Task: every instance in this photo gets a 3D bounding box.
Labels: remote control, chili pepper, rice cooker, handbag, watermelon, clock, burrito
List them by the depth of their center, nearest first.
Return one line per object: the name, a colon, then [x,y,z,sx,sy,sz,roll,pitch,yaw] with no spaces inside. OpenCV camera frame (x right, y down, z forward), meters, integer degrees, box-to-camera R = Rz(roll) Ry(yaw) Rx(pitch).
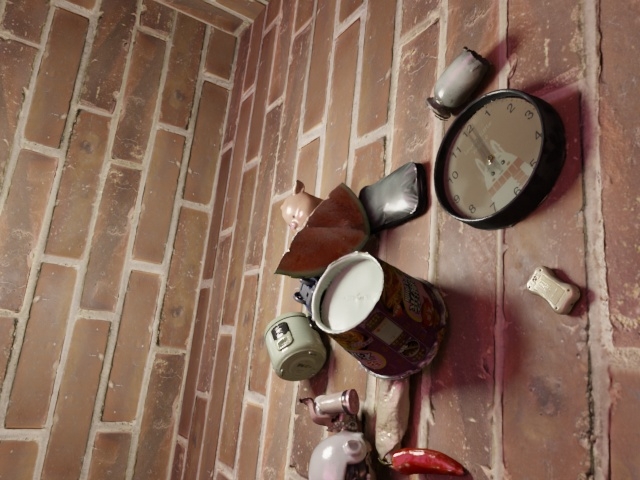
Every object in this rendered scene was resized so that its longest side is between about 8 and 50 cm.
remote control: [0.529,0.112,1.114,0.074,0.032,0.122,-65,31,20]
chili pepper: [0.269,0.596,1.313,0.272,0.063,0.071,-18,72,40]
clock: [0.462,-0.219,1.322,0.386,0.076,0.386,-31,53,51]
burrito: [0.219,0.476,1.452,0.117,0.076,0.392,-3,77,53]
handbag: [0.233,-0.137,1.693,0.332,0.075,0.191,-24,61,51]
watermelon: [0.031,0.005,1.736,0.319,0.222,0.292,-50,-9,-50]
rice cooker: [-0.100,0.399,1.887,0.226,0.226,0.244,-61,31,25]

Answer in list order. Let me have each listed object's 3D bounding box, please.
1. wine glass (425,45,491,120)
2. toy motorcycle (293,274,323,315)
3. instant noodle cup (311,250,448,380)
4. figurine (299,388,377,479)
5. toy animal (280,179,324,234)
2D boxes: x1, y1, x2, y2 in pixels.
wine glass: [0.412,-0.473,1.478,0.204,0.111,0.111,-55,36,38]
toy motorcycle: [0.036,0.217,1.751,0.358,0.212,0.125,48,125,59]
instant noodle cup: [0.154,0.196,1.395,0.340,0.266,0.340,-26,44,29]
figurine: [0.060,0.660,1.514,0.211,0.253,0.361,-15,58,6]
toy animal: [-0.035,-0.077,1.955,0.195,0.256,0.213,-50,22,49]
